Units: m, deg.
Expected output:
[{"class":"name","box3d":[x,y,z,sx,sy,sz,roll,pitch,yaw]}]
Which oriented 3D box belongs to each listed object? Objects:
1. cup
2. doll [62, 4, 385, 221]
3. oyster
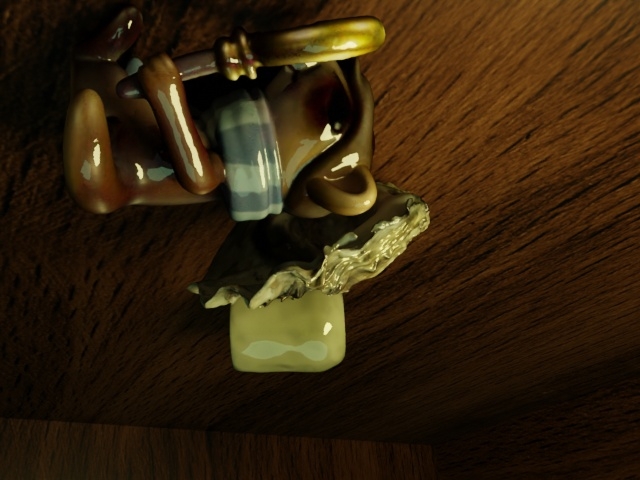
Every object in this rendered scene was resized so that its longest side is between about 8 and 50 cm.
[{"class":"cup","box3d":[-0.060,0.181,1.074,0.202,0.173,0.255,-2,147,-2]},{"class":"doll","box3d":[-0.105,-0.125,0.590,0.339,0.209,0.318,2,180,-8]},{"class":"oyster","box3d":[0.000,0.002,0.737,0.351,0.238,0.115,-22,118,-22]}]
